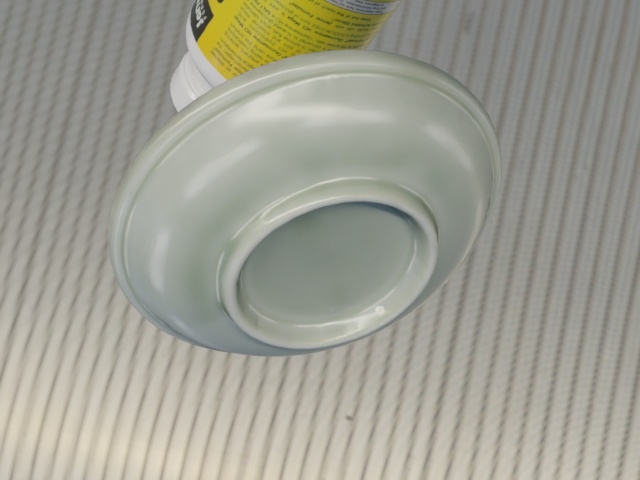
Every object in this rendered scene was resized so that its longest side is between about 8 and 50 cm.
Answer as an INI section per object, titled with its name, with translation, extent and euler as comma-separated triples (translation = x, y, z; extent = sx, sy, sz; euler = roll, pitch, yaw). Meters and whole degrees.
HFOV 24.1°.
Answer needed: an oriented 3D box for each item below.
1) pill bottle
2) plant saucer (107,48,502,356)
[pill bottle]
translation = -0.032, -0.256, 1.654
extent = 0.188, 0.188, 0.334
euler = 55, 131, 20
[plant saucer]
translation = 0.000, 0.000, 1.452
extent = 0.400, 0.400, 0.100
euler = -29, 47, 8
